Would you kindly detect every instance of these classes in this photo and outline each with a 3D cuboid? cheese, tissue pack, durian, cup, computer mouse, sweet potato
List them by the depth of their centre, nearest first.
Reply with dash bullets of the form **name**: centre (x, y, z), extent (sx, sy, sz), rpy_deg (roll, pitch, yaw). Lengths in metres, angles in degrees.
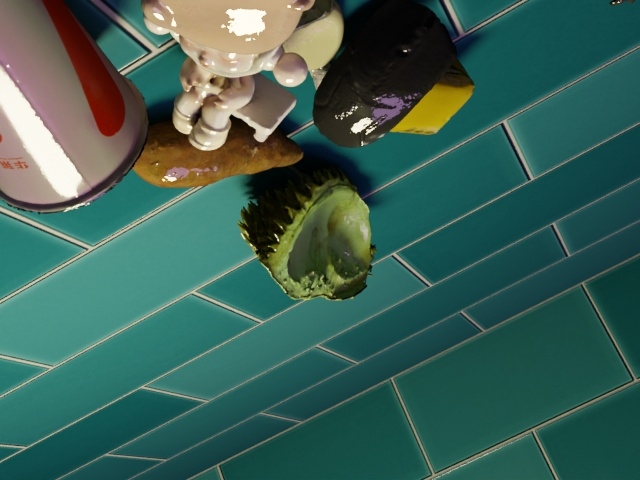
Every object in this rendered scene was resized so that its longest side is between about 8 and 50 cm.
- **cup**: centre (-0.307, -0.181, 0.918), extent (0.203, 0.203, 0.288), rpy_deg (-23, 151, -1)
- **computer mouse**: centre (0.076, -0.213, 1.221), extent (0.217, 0.122, 0.073), rpy_deg (-48, -172, 12)
- **cheese**: centre (-0.007, -0.245, 1.223), extent (0.097, 0.037, 0.192), rpy_deg (-23, 157, 1)
- **sweet potato**: centre (-0.132, -0.124, 1.303), extent (0.292, 0.097, 0.097), rpy_deg (-7, 152, -37)
- **tissue pack**: centre (0.124, -0.216, 1.354), extent (0.169, 0.082, 0.120), rpy_deg (-1, 147, -42)
- **durian**: centre (0.009, -0.006, 1.559), extent (0.163, 0.198, 0.394), rpy_deg (-33, 157, 19)

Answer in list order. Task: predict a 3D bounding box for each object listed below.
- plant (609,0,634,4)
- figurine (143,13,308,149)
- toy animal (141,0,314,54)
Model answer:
- **plant**: centre (0.324, -0.381, 1.062), extent (0.234, 0.178, 0.204), rpy_deg (-36, 156, 15)
- **figurine**: centre (-0.094, -0.223, 1.045), extent (0.144, 0.182, 0.256), rpy_deg (-31, 160, -24)
- **toy animal**: centre (-0.065, -0.294, 0.825), extent (0.229, 0.221, 0.210), rpy_deg (-17, 160, -12)
